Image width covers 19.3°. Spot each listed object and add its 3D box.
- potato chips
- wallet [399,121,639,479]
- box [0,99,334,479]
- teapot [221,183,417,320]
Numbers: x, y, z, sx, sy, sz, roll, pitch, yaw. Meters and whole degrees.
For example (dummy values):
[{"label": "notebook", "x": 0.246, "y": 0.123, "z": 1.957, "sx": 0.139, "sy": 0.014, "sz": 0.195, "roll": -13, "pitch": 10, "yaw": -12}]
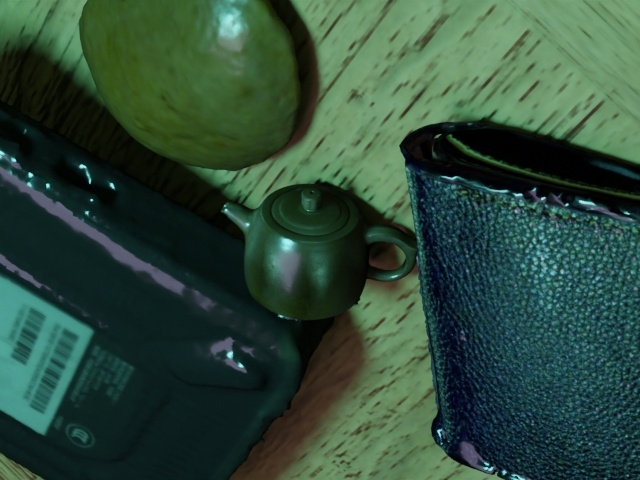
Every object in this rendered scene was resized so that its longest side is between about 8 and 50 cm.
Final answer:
[{"label": "potato chips", "x": -0.085, "y": -0.102, "z": 1.130, "sx": 0.202, "sy": 0.049, "sz": 0.150, "roll": -13, "pitch": 110, "yaw": 58}, {"label": "wallet", "x": 0.170, "y": 0.055, "z": 1.019, "sx": 0.262, "sy": 0.071, "sz": 0.221, "roll": 17, "pitch": 132, "yaw": 30}, {"label": "box", "x": -0.189, "y": 0.052, "z": 1.301, "sx": 0.350, "sy": 0.091, "sz": 0.359, "roll": 30, "pitch": 144, "yaw": -2}, {"label": "teapot", "x": 0.000, "y": 0.000, "z": 1.127, "sx": 0.121, "sy": 0.076, "sz": 0.068, "roll": 8, "pitch": 128, "yaw": 4}]
